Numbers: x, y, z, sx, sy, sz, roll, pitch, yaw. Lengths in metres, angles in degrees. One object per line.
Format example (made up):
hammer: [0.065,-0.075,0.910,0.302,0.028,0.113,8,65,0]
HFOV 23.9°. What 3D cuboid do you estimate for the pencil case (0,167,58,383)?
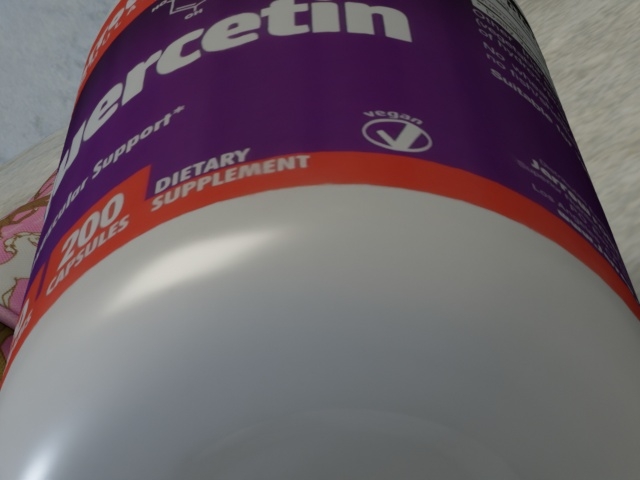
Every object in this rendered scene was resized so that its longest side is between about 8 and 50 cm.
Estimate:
pencil case: [-0.134,-0.001,1.012,0.386,0.167,0.160,-53,-11,-50]

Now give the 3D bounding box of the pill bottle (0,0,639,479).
pill bottle: [0.000,0.000,0.502,0.181,0.181,0.323,-33,26,16]
